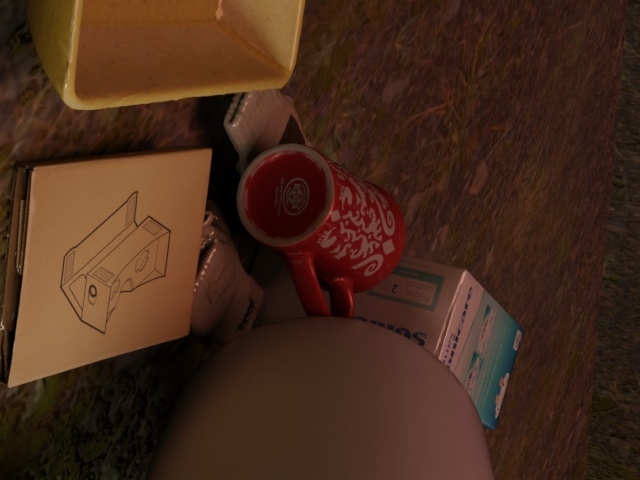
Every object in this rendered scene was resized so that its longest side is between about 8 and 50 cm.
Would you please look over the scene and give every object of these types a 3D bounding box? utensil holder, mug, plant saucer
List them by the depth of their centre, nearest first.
[{"bbox_3d":[-0.101,-0.272,0.983,0.333,0.081,0.333,-19,120,-63],"label":"plant saucer"},{"bbox_3d":[-0.002,0.280,1.089,0.385,0.327,0.327,-82,176,-66],"label":"utensil holder"},{"bbox_3d":[0.007,-0.007,1.225,0.113,0.150,0.169,-32,158,10],"label":"mug"}]

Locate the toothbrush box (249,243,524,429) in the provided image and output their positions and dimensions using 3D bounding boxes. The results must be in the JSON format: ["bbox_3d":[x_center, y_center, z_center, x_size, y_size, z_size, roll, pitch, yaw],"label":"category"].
[{"bbox_3d":[0.069,0.096,1.431,0.295,0.216,0.126,35,70,-65],"label":"toothbrush box"}]

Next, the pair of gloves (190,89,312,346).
[{"bbox_3d":[-0.077,-0.028,1.238,0.204,0.042,0.240,46,62,-68],"label":"pair of gloves"}]

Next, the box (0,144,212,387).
[{"bbox_3d":[-0.161,0.014,1.047,0.201,0.021,0.164,-13,115,-56],"label":"box"}]
